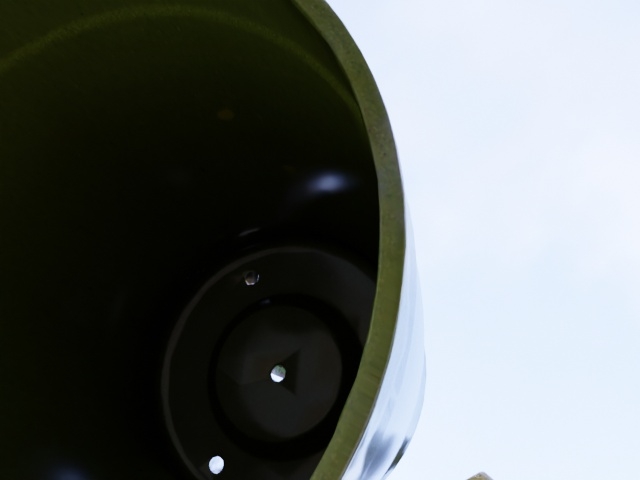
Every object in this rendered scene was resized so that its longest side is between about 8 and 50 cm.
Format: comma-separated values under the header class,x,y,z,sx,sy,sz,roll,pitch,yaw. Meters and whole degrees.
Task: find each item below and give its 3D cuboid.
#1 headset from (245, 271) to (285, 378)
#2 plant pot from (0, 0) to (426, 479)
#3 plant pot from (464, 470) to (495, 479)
class,x,y,z,sx,sy,sz,roll,pitch,yaw
headset,0.000,0.000,1.159,0.243,0.394,0.185,0,-43,-4
plant pot,-0.083,0.058,0.546,0.366,0.353,0.366,-6,-108,18
plant pot,0.172,0.291,0.898,0.081,0.081,0.083,-25,-79,-10
